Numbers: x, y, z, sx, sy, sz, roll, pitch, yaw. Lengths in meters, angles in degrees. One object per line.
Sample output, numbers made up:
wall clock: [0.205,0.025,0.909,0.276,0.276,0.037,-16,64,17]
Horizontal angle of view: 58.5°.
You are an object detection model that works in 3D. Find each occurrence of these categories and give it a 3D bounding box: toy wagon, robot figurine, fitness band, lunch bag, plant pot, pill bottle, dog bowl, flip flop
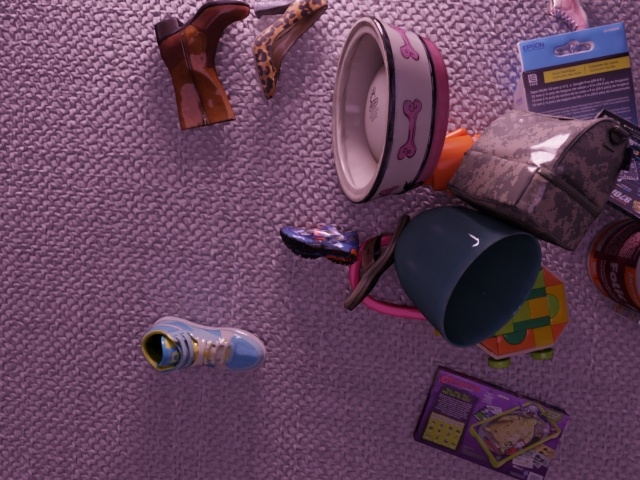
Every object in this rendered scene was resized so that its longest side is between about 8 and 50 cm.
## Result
toy wagon: [0.454,0.186,1.443,0.344,0.068,0.267,-10,94,-8]
robot figurine: [0.340,-0.194,1.410,0.219,0.158,0.128,-8,117,5]
fitness band: [0.218,0.093,1.480,0.291,0.054,0.209,9,95,2]
lunch bag: [0.463,-0.151,1.213,0.212,0.305,0.256,26,96,-26]
plant pot: [0.310,0.057,1.307,0.293,0.235,0.293,-19,128,-26]
pill bottle: [0.776,0.068,1.269,0.224,0.392,0.224,0,95,4]
dog bowl: [0.150,-0.287,1.298,0.150,0.408,0.408,-1,95,-14]
flip flop: [0.131,0.048,1.417,0.080,0.112,0.277,37,99,16]

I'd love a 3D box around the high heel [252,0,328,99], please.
high heel: [-0.070,-0.487,1.426,0.186,0.093,0.261,-3,86,10]

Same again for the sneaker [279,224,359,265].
sneaker: [0.000,0.000,1.480,0.221,0.083,0.087,14,55,13]

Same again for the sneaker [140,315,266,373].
sneaker: [-0.304,0.288,1.454,0.319,0.208,0.127,10,94,3]

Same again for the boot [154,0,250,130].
boot: [-0.270,-0.441,1.447,0.264,0.096,0.280,-16,94,5]

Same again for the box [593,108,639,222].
box: [0.684,-0.168,1.293,0.220,0.051,0.175,33,96,13]

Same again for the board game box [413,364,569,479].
board game box: [0.441,0.483,1.495,0.347,0.056,0.208,20,100,4]

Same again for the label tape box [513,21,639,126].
label tape box: [0.616,-0.319,1.390,0.249,0.115,0.347,-10,92,5]

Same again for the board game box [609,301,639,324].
board game box: [0.793,0.195,1.398,0.103,0.154,0.026,23,97,2]

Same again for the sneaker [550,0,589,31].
sneaker: [0.605,-0.551,1.401,0.070,0.051,0.134,-19,90,7]
